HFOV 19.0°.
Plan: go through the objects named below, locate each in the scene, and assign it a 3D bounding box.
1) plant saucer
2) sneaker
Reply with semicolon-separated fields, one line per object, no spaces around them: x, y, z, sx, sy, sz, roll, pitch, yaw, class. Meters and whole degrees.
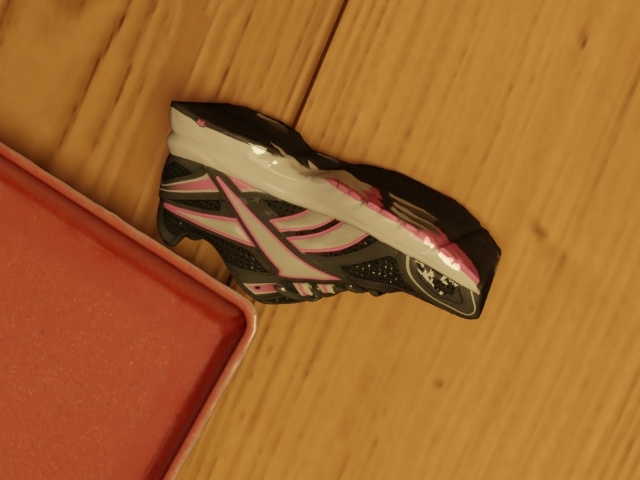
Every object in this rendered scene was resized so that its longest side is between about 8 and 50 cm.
-0.184;0.080;0.950;0.258;0.048;0.259;32;99;17;plant saucer
0.000;0.000;0.888;0.178;0.072;0.077;27;109;25;sneaker
